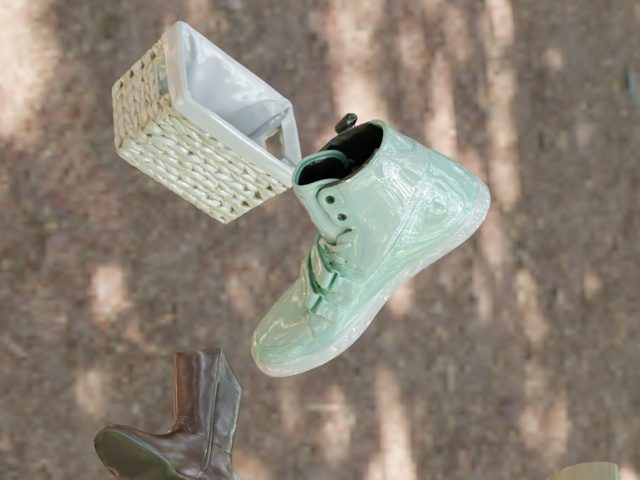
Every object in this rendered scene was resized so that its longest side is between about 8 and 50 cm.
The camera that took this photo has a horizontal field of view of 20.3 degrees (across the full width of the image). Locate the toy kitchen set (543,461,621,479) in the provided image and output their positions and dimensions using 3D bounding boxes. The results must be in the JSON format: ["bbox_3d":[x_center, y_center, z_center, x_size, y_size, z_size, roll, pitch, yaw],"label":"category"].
[{"bbox_3d":[0.178,0.255,1.030,0.122,0.166,0.207,-84,-167,-61],"label":"toy kitchen set"}]

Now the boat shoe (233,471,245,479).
[{"bbox_3d":[-0.057,0.326,1.285,0.158,0.127,0.340,-43,125,-28],"label":"boat shoe"}]

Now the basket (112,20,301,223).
[{"bbox_3d":[-0.111,-0.108,1.714,0.167,0.103,0.113,35,33,-38],"label":"basket"}]

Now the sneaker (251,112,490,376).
[{"bbox_3d":[0.000,-0.001,1.494,0.151,0.256,0.094,35,22,-34],"label":"sneaker"}]

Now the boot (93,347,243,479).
[{"bbox_3d":[-0.090,0.103,1.097,0.106,0.037,0.114,39,38,-32],"label":"boot"}]
